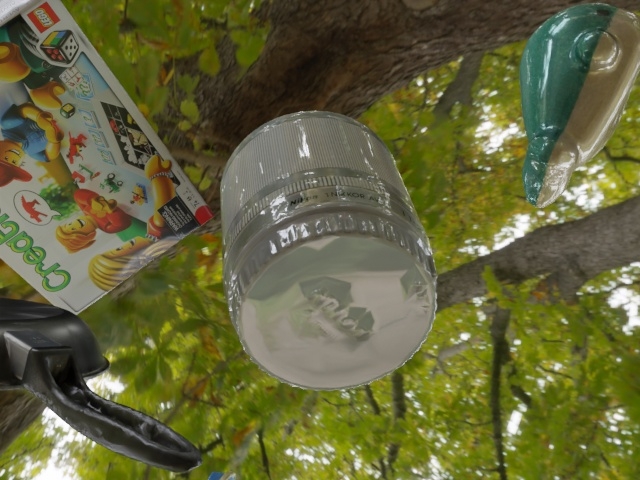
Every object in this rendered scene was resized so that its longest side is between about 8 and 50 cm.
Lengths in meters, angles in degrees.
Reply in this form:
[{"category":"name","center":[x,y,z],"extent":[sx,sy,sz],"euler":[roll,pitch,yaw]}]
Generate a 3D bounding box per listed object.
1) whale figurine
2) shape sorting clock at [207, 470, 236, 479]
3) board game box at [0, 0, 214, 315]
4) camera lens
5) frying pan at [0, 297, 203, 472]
[{"category":"whale figurine","center":[0.293,-0.171,0.949],"extent":[0.141,0.216,0.272],"euler":[25,-117,18]},{"category":"shape sorting clock","center":[-0.147,0.355,0.872],"extent":[0.040,0.206,0.206],"euler":[25,-98,5]},{"category":"board game box","center":[-0.254,-0.072,0.748],"extent":[0.193,0.053,0.305],"euler":[-37,-42,-5]},{"category":"camera lens","center":[0.000,0.000,0.863],"extent":[0.219,0.274,0.219],"euler":[-4,-56,-6]},{"category":"frying pan","center":[-0.213,0.071,0.471],"extent":[0.197,0.326,0.053],"euler":[5,-90,-28]}]
